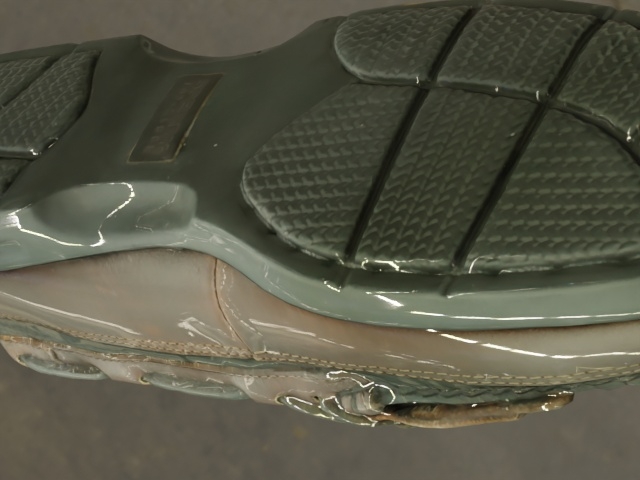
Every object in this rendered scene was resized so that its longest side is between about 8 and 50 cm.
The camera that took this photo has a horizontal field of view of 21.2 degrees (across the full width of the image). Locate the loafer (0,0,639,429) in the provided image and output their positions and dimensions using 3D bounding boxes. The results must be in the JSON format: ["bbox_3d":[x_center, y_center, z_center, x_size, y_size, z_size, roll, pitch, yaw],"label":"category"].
[{"bbox_3d":[0.000,0.000,0.412,0.267,0.096,0.084,5,138,37],"label":"loafer"}]
